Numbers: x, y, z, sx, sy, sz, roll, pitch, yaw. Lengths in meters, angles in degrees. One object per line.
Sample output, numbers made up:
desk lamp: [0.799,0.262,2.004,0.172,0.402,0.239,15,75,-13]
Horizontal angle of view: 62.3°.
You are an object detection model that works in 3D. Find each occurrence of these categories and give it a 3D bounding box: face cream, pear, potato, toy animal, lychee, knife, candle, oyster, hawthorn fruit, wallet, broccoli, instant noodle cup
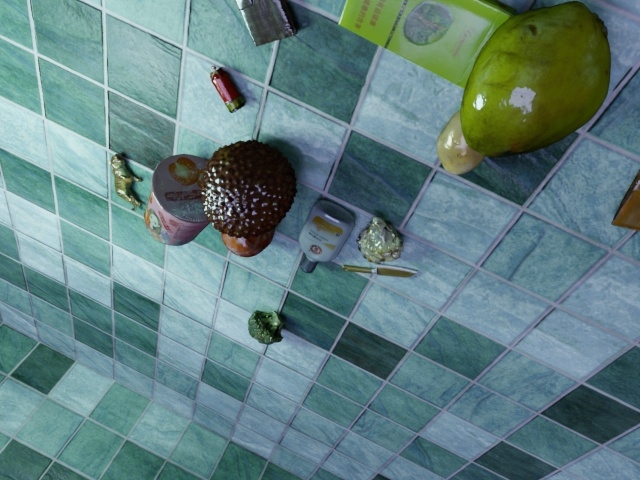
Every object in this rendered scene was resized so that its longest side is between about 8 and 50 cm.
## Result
face cream: [0.000,0.000,1.670,0.143,0.071,0.291,30,137,0]
pear: [0.415,-0.305,1.042,0.269,0.269,0.321,33,129,-4]
potato: [0.343,-0.238,1.252,0.118,0.109,0.178,41,134,19]
toy animal: [-0.678,-0.199,1.852,0.099,0.057,0.241,27,138,11]
lychee: [-0.210,-0.143,1.505,0.304,0.276,0.276,-18,120,20]
knife: [0.186,0.096,1.698,0.256,0.022,0.046,5,127,23]
candle: [-0.258,-0.414,1.439,0.052,0.052,0.131,-12,122,35]
oyster: [0.172,0.008,1.587,0.163,0.081,0.191,0,126,33]
hawthorn fruit: [-0.239,-0.027,1.703,0.172,0.173,0.173,14,134,15]
wallet: [-0.145,-0.580,1.235,0.124,0.042,0.230,-5,127,27]
wallet: [0.783,-0.097,1.208,0.160,0.042,0.196,14,132,9]
broccoli: [-0.209,0.339,2.052,0.137,0.146,0.162,-33,96,10]
instant noodle cup: [-0.438,-0.115,1.687,0.243,0.243,0.231,38,143,-9]

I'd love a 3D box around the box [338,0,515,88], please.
box: [0.219,-0.479,1.139,0.334,0.047,0.187,28,136,2]
